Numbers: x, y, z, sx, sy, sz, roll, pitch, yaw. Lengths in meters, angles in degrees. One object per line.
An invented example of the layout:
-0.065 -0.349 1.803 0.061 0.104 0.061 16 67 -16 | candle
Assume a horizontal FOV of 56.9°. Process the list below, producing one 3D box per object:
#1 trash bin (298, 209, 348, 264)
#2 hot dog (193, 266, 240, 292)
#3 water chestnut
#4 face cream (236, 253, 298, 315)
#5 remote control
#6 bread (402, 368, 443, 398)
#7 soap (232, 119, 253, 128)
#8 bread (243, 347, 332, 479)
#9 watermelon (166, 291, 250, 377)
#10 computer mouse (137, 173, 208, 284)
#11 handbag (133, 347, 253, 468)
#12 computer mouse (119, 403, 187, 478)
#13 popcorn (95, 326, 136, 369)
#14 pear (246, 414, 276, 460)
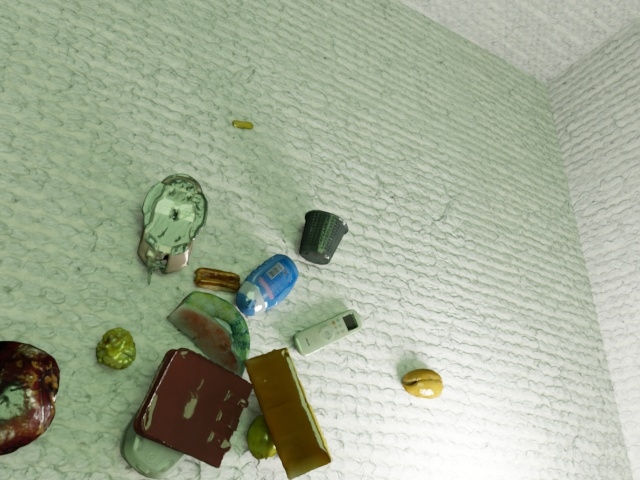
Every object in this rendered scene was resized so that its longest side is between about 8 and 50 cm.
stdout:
0.000 0.000 2.175 0.176 0.175 0.160 28 66 -21 | trash bin
-0.334 0.130 1.935 0.165 0.045 0.071 13 59 -30 | hot dog
-0.757 0.367 1.376 0.244 0.289 0.288 38 46 -46 | water chestnut
-0.184 0.158 2.000 0.264 0.083 0.149 -40 108 -41 | face cream
0.028 0.326 2.098 0.310 0.038 0.090 -16 78 -40 | remote control
0.396 0.539 2.228 0.190 0.077 0.114 11 66 -34 | bread
-0.299 -0.445 2.274 0.089 0.012 0.034 0 68 -35 | soap
-0.096 0.496 1.730 0.138 0.077 0.361 -23 79 1 | bread
-0.310 0.288 1.821 0.180 0.224 0.305 -41 98 3 | watermelon
-0.476 -0.032 1.879 0.200 0.115 0.388 16 70 -10 | computer mouse
-0.342 0.456 1.621 0.276 0.084 0.259 33 59 -25 | handbag
-0.415 0.500 1.662 0.197 0.095 0.331 46 55 -12 | computer mouse
-0.569 0.301 1.639 0.106 0.116 0.120 -11 74 -20 | popcorn
-0.168 0.595 1.783 0.107 0.107 0.131 7 74 -33 | pear
